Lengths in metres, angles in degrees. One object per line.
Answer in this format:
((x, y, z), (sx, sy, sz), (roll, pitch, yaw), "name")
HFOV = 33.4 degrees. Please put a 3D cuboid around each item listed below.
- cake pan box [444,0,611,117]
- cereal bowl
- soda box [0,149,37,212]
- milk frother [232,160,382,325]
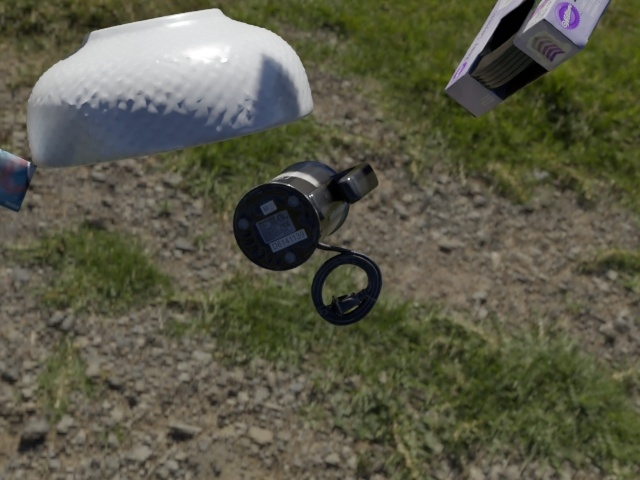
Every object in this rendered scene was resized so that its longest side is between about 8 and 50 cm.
((0.286, -0.296, 1.347), (0.070, 0.246, 0.267), (36, 68, -9), "cake pan box")
((-0.183, -0.187, 1.251), (0.339, 0.141, 0.339), (-11, 11, 2), "cereal bowl")
((-0.394, -0.089, 1.118), (0.063, 0.058, 0.183), (15, -8, 43), "soda box")
((0.000, 0.000, 1.038), (0.129, 0.143, 0.135), (-6, 12, 16), "milk frother")
